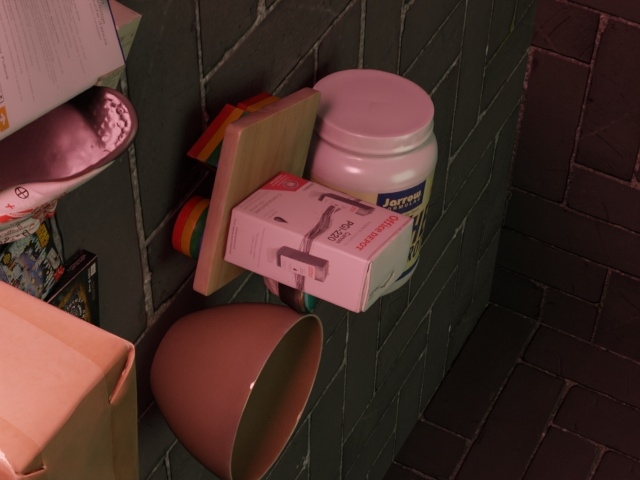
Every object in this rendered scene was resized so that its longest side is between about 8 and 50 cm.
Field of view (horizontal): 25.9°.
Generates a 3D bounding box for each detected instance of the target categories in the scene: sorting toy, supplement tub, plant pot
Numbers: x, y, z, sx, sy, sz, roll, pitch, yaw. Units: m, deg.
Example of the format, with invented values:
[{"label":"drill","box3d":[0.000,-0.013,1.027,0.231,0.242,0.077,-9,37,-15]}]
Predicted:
[{"label":"sorting toy","box3d":[-0.117,-0.086,2.014,0.255,0.089,0.257,-35,143,-59]},{"label":"supplement tub","box3d":[0.066,-0.092,2.289,0.235,0.235,0.325,-48,154,-46]},{"label":"plant pot","box3d":[-0.145,0.209,2.111,0.284,0.191,0.284,-54,156,-37]}]

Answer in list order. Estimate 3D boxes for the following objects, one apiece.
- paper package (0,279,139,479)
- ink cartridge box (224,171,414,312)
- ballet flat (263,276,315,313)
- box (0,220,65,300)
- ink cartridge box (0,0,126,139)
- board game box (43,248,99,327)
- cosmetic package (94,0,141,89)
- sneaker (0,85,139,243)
[{"label":"paper package","box3d":[-0.344,0.176,1.299,0.168,0.325,0.309,-51,157,-40]},{"label":"ink cartridge box","box3d":[0.000,0.000,1.948,0.158,0.218,0.092,-42,149,-54]},{"label":"ballet flat","box3d":[-0.031,0.048,2.100,0.280,0.096,0.095,-35,130,-73]},{"label":"box","box3d":[-0.343,0.028,1.602,0.094,0.027,0.137,-59,160,-28]},{"label":"ink cartridge box","box3d":[-0.279,-0.253,1.167,0.307,0.072,0.303,-62,139,-70]},{"label":"board game box","box3d":[-0.324,0.117,1.760,0.126,0.026,0.186,-49,154,-44]},{"label":"cosmetic package","box3d":[-0.245,-0.204,1.551,0.115,0.041,0.060,-64,172,29]},{"label":"sneaker","box3d":[-0.281,-0.072,1.389,0.270,0.090,0.145,-27,174,13]}]
